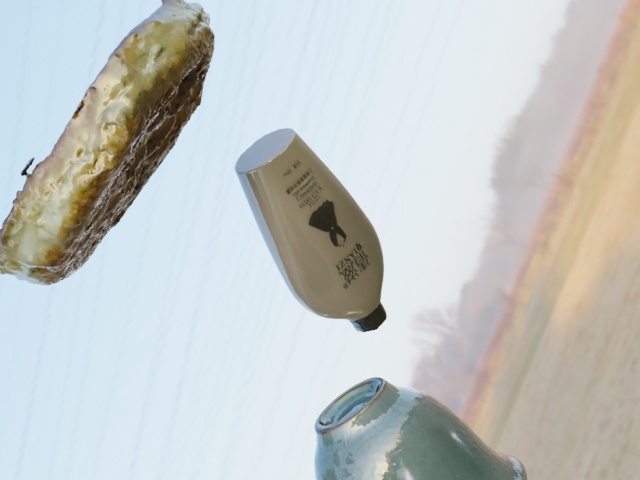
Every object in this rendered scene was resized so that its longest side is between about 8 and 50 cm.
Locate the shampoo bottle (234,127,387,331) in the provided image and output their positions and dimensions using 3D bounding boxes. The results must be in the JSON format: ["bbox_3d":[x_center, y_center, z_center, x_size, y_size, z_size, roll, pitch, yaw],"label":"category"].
[{"bbox_3d":[0.000,0.000,1.383,0.127,0.078,0.257,-46,-59,-25],"label":"shampoo bottle"}]

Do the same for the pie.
[{"bbox_3d":[-0.192,-0.094,1.152,0.315,0.092,0.315,-55,5,7],"label":"pie"}]

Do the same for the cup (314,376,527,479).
[{"bbox_3d":[0.067,0.207,1.139,0.199,0.150,0.199,-33,10,7],"label":"cup"}]
